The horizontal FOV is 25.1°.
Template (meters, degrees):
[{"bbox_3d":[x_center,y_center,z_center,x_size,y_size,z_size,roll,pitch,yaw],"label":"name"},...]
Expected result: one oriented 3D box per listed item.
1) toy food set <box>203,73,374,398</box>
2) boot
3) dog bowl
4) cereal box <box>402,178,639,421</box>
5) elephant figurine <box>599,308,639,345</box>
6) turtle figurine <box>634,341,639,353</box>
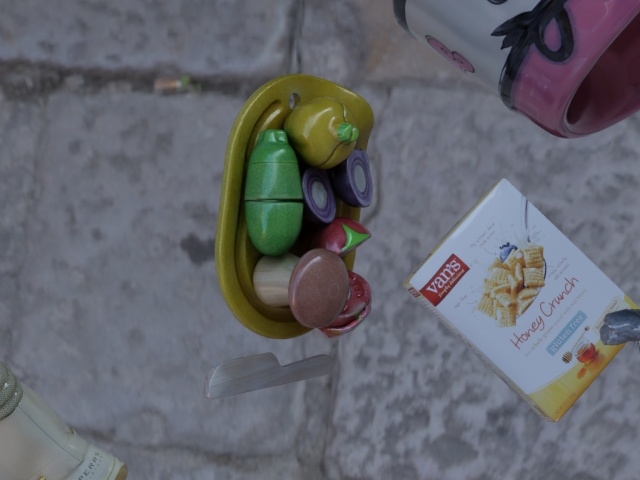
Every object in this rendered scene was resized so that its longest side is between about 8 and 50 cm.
[{"bbox_3d":[0.000,0.000,0.944,0.071,0.128,0.217,8,93,45],"label":"toy food set"},{"bbox_3d":[-0.346,0.205,1.529,0.203,0.262,0.095,46,61,-26],"label":"boot"},{"bbox_3d":[0.258,-0.238,1.050,0.408,0.408,0.150,-33,76,-16],"label":"dog bowl"},{"bbox_3d":[0.239,0.070,1.681,0.240,0.047,0.173,43,80,-3],"label":"cereal box"},{"bbox_3d":[0.302,-0.021,0.824,0.169,0.239,0.186,21,69,-8],"label":"elephant figurine"},{"bbox_3d":[0.414,0.092,1.468,0.175,0.234,0.118,-36,86,23],"label":"turtle figurine"}]
